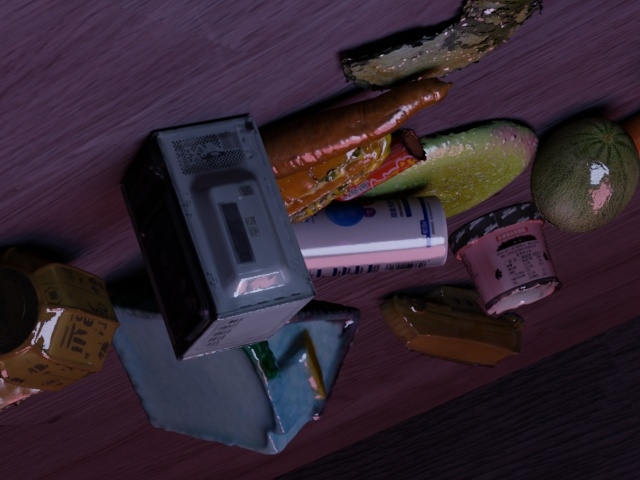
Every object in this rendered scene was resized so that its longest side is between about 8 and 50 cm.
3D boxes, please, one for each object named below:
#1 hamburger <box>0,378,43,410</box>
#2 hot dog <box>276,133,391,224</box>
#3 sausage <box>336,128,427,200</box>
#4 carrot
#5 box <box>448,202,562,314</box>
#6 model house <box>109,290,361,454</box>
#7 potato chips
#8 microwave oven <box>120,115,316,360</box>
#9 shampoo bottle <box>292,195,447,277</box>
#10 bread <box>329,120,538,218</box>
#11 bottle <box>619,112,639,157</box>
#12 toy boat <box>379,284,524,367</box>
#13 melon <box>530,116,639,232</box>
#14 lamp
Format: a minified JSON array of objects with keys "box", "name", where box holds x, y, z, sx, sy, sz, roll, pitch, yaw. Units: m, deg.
[{"box":[-0.425,0.157,1.990,0.262,0.131,0.124,-21,-160,-18],"name":"hamburger"},{"box":[-0.028,-0.067,1.837,0.115,0.072,0.269,8,150,-46],"name":"hot dog"},{"box":[0.058,-0.083,1.935,0.145,0.048,0.050,-28,-159,32],"name":"sausage"},{"box":[0.025,-0.120,1.717,0.248,0.059,0.059,-20,166,13],"name":"carrot"},{"box":[0.290,0.033,2.475,0.151,0.135,0.151,-19,164,-6],"name":"box"},{"box":[-0.094,0.109,2.099,0.280,0.230,0.249,8,-139,39],"name":"model house"},{"box":[0.130,-0.206,1.642,0.220,0.029,0.202,-26,165,31],"name":"potato chips"},{"box":[-0.113,-0.002,1.676,0.122,0.208,0.162,-13,163,-26],"name":"microwave oven"},{"box":[0.000,0.000,1.988,0.303,0.092,0.092,-4,163,-7],"name":"shampoo bottle"},{"box":[0.147,-0.076,2.084,0.301,0.045,0.301,-19,164,-6],"name":"bread"},{"box":[0.465,-0.154,2.172,0.187,0.069,0.069,-31,162,36],"name":"bottle"},{"box":[0.228,0.138,2.799,0.321,0.121,0.089,14,146,-41],"name":"toy boat"},{"box":[0.347,-0.083,2.125,0.139,0.139,0.192,-15,155,-21],"name":"melon"},{"box":[-0.326,0.091,1.843,0.161,0.161,0.185,-23,165,11],"name":"lamp"}]
